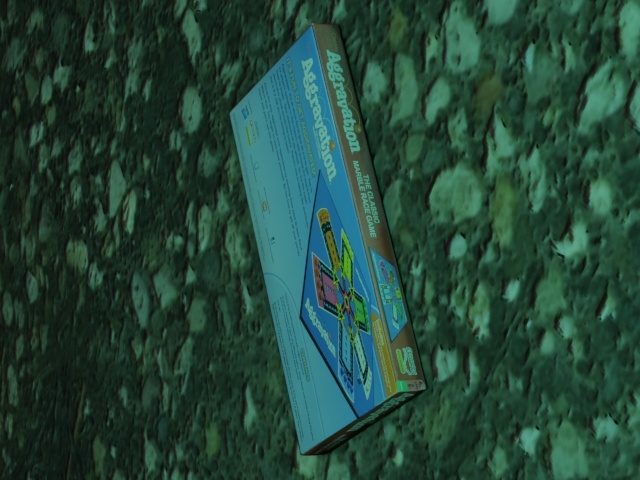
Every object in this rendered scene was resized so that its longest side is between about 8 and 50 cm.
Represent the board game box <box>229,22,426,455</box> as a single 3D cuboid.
[{"bbox_3d":[0.000,0.000,1.317,0.145,0.027,0.281,-41,56,53],"label":"board game box"}]
